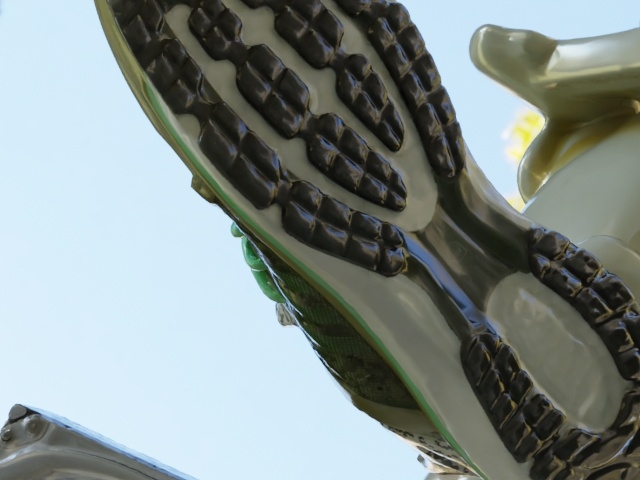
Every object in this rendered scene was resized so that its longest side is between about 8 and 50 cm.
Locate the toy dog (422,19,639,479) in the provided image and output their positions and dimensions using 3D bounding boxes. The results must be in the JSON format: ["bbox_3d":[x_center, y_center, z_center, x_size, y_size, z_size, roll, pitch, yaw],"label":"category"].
[{"bbox_3d":[0.203,0.089,1.328,0.395,0.408,0.284,31,-14,-34],"label":"toy dog"}]

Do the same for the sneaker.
[{"bbox_3d":[0.000,0.000,1.035,0.410,0.158,0.182,51,-36,-13],"label":"sneaker"}]

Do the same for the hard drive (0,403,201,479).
[{"bbox_3d":[-0.158,0.302,1.228,0.237,0.339,0.064,23,-3,20],"label":"hard drive"}]
